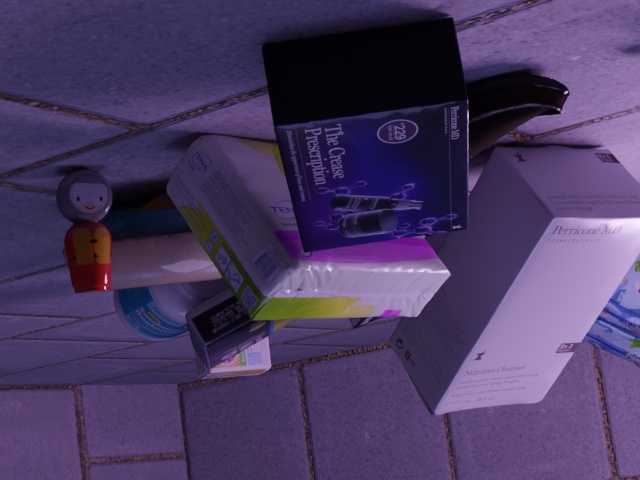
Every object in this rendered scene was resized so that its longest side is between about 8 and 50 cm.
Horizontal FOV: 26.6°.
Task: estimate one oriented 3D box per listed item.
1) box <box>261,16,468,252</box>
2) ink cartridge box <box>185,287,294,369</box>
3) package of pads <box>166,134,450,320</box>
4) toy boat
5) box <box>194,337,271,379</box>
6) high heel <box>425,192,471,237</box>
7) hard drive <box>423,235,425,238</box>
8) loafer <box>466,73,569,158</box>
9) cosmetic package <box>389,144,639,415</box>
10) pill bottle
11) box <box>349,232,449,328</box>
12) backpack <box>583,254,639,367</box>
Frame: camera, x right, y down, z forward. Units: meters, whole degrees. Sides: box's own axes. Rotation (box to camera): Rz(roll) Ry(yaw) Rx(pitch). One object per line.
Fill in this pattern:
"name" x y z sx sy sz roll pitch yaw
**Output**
"box" 0.053 -0.098 1.356 0.184 0.103 0.261 -10 153 1
"ink cartridge box" -0.054 0.088 2.040 0.304 0.072 0.307 -31 168 -9
"package of pads" -0.015 -0.016 1.605 0.296 0.229 0.101 3 132 -48
"toy boat" -0.234 -0.013 1.744 0.267 0.148 0.318 -6 178 20
"box" -0.161 0.135 2.353 0.114 0.203 0.103 -4 169 -18
"high heel" 0.190 -0.058 1.987 0.117 0.082 0.244 -35 154 3
"hard drive" 0.000 0.000 2.195 0.307 0.040 0.203 -12 169 25
"loafer" 0.172 -0.129 1.513 0.220 0.078 0.080 -11 169 18
"cosmetic package" 0.281 0.057 1.898 0.217 0.156 0.385 -3 136 -32
"pill bottle" -0.219 0.067 2.108 0.146 0.146 0.264 -3 168 -26
"box" 0.143 0.052 2.046 0.183 0.056 0.231 -20 168 -17
"backpack" 0.512 0.053 2.221 0.356 0.290 0.273 21 166 3
